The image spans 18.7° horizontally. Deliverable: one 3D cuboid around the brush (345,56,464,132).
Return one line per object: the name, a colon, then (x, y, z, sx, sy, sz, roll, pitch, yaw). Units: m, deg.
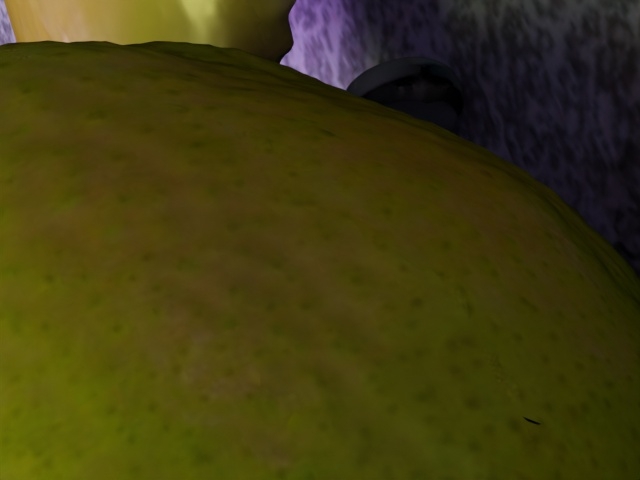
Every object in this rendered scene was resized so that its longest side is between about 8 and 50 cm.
brush: (0.000, 0.000, 0.881, 0.297, 0.068, 0.060, 115, 150, -52)

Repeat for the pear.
pear: (-0.038, 0.108, 0.651, 0.391, 0.391, 0.391, 43, 145, 41)

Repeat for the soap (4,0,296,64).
soap: (-0.106, -0.258, 0.808, 0.306, 0.115, 0.427, 24, 131, 63)
